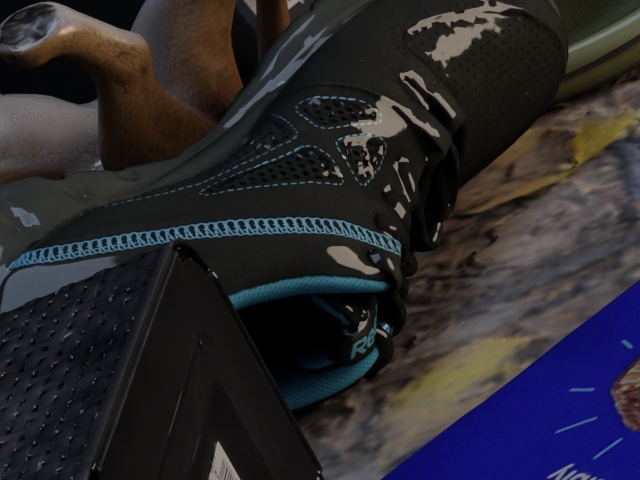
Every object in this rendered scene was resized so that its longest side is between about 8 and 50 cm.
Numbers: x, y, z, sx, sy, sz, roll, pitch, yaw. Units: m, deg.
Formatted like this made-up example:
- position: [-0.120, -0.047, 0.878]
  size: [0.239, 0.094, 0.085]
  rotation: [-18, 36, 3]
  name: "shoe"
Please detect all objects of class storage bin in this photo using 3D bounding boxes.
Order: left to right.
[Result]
- position: [-0.060, 0.094, 0.584]
  size: [0.084, 0.122, 0.180]
  rotation: [-22, 20, 15]
  name: "storage bin"

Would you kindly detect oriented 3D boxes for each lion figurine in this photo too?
- position: [-0.151, -0.032, 0.950]
  size: [0.392, 0.240, 0.142]
  rotation: [-7, 48, 17]
  name: "lion figurine"

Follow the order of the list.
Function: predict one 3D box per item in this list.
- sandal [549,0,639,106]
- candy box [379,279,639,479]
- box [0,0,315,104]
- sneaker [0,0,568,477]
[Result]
- position: [0.082, -0.112, 0.966]
  size: [0.302, 0.086, 0.120]
  rotation: [-25, 19, 10]
  name: "sandal"
- position: [0.129, 0.089, 0.355]
  size: [0.317, 0.122, 0.268]
  rotation: [-33, 21, -19]
  name: "candy box"
- position: [-0.052, -0.259, 1.131]
  size: [0.395, 0.293, 0.212]
  rotation: [-44, 5, -38]
  name: "box"
- position: [0.000, 0.000, 0.804]
  size: [0.139, 0.125, 0.341]
  rotation: [31, 52, 35]
  name: "sneaker"
